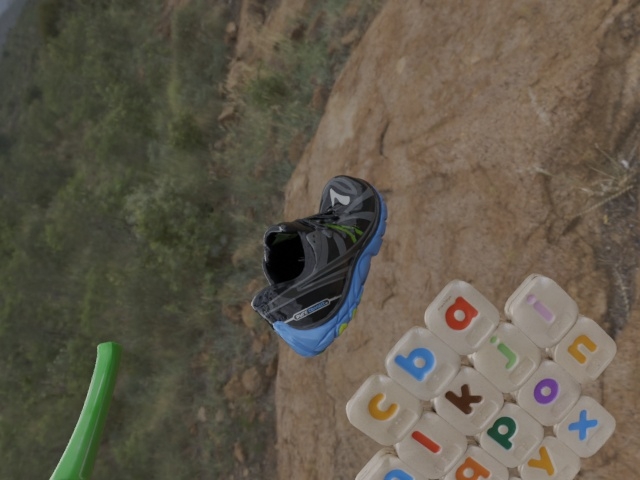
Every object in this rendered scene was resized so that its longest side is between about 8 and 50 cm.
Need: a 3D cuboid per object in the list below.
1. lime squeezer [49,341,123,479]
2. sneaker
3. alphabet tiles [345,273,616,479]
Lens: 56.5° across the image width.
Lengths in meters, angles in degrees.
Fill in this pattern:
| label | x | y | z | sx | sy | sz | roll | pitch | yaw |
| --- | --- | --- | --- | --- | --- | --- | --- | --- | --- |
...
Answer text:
| label | x | y | z | sx | sy | sz | roll | pitch | yaw |
| --- | --- | --- | --- | --- | --- | --- | --- | --- | --- |
| lime squeezer | -0.136 | 0.203 | 0.331 | 0.110 | 0.058 | 0.311 | 110 | 150 | -66 |
| sneaker | 0.000 | 0.000 | 0.453 | 0.067 | 0.078 | 0.188 | -44 | 16 | 38 |
| alphabet tiles | 0.169 | 0.177 | 0.600 | 0.284 | 0.278 | 0.021 | -50 | 22 | 2 |
